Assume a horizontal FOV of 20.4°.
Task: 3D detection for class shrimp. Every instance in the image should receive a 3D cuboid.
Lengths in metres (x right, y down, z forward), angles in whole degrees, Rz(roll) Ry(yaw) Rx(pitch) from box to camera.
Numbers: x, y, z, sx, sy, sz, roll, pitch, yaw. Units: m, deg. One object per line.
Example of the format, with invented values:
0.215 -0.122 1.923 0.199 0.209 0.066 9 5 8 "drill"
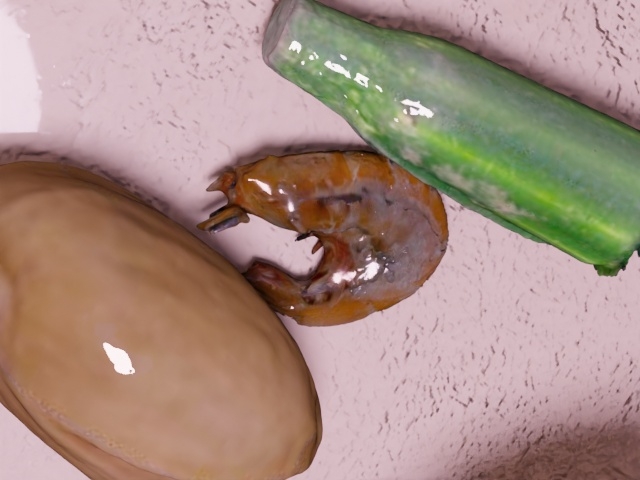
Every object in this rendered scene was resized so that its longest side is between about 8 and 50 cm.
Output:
0.001 0.000 1.221 0.187 0.051 0.132 10 101 -20 "shrimp"

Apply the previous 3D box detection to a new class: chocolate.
0.096 -0.081 1.205 0.291 0.110 0.110 26 96 -17 "chocolate"

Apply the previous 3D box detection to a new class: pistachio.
-0.123 0.065 1.150 0.293 0.181 0.162 39 133 -17 "pistachio"
